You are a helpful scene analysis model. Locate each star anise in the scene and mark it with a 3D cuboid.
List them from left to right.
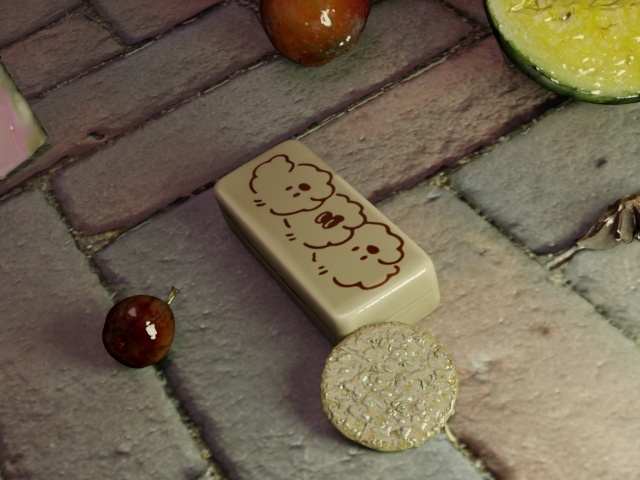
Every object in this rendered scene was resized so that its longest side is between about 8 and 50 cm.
[{"bbox_3d":[0.353,-0.020,1.229,0.129,0.056,0.124,-23,17,2],"label":"star anise"}]

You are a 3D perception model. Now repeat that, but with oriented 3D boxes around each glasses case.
[{"bbox_3d":[0.000,0.000,1.319,0.144,0.076,0.336,-33,44,-13],"label":"glasses case"}]

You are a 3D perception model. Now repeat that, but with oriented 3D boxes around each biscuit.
[{"bbox_3d":[0.073,0.155,1.146,0.152,0.020,0.152,-3,62,5],"label":"biscuit"}]

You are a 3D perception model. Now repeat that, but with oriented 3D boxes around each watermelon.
[{"bbox_3d":[0.378,-0.322,1.418,0.330,0.189,0.331,0,85,3],"label":"watermelon"}]

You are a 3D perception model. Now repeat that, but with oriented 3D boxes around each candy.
[{"bbox_3d":[-0.539,-0.233,1.619,0.155,0.265,0.116,27,63,38],"label":"candy"}]

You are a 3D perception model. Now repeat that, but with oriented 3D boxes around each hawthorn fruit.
[{"bbox_3d":[-0.014,-0.352,1.617,0.172,0.173,0.173,-10,43,10],"label":"hawthorn fruit"}]

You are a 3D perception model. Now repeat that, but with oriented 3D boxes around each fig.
[{"bbox_3d":[-0.207,0.100,1.303,0.088,0.089,0.125,5,21,24],"label":"fig"}]

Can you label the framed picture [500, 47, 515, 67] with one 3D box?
[{"bbox_3d":[0.387,-0.345,1.577,0.274,0.017,0.217,-13,42,8],"label":"framed picture"}]
